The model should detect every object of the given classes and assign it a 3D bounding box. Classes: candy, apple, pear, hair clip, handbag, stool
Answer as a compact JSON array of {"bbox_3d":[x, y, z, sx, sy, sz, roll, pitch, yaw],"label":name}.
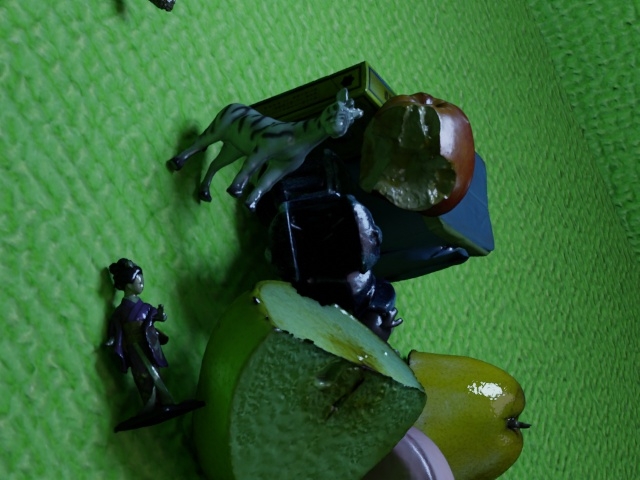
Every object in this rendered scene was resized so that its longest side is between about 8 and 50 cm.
[{"bbox_3d":[0.066,0.350,1.605,0.094,0.255,0.255,17,61,-58],"label":"candy"},{"bbox_3d":[0.138,-0.122,1.702,0.147,0.156,0.158,8,106,-52],"label":"apple"},{"bbox_3d":[-0.044,0.204,1.516,0.292,0.292,0.159,52,-7,-34],"label":"pear"},{"bbox_3d":[0.001,0.007,1.685,0.310,0.194,0.206,-105,-172,-69],"label":"hair clip"},{"bbox_3d":[0.255,0.287,2.036,0.267,0.178,0.267,-20,90,-76],"label":"pear"},{"bbox_3d":[0.121,-0.054,1.927,0.263,0.241,0.222,23,56,-57],"label":"handbag"},{"bbox_3d":[0.062,0.165,1.789,0.121,0.125,0.217,-60,166,-63],"label":"stool"}]

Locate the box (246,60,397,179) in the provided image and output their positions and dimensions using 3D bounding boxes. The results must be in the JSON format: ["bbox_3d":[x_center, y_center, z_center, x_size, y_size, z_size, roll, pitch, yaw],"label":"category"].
[{"bbox_3d":[0.010,-0.171,1.805,0.141,0.220,0.064,42,39,-45],"label":"box"}]

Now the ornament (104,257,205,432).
[{"bbox_3d":[-0.203,0.114,1.429,0.088,0.081,0.203,7,69,-60],"label":"ornament"}]

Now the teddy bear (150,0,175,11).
[{"bbox_3d":[-0.259,-0.367,1.594,0.160,0.078,0.119,22,78,-36],"label":"teddy bear"}]

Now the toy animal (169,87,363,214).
[{"bbox_3d":[-0.074,-0.112,1.612,0.090,0.255,0.170,59,45,-43],"label":"toy animal"}]
